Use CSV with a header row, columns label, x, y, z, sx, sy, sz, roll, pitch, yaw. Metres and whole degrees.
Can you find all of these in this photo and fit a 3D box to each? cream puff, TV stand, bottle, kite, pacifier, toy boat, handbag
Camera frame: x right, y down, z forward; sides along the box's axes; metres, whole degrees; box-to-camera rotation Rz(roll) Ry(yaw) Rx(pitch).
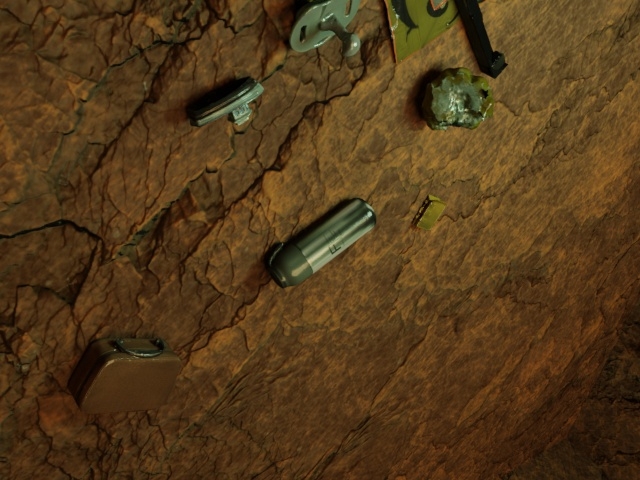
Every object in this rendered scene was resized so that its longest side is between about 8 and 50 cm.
label,x,y,z,sx,sy,sz,roll,pitch,yaw
cream puff,0.286,-0.294,1.526,0.156,0.156,0.121,-7,84,-40
TV stand,0.334,-0.436,1.499,0.049,0.040,0.256,-47,143,-3
bottle,0.000,0.000,1.521,0.253,0.079,0.096,-37,102,-15
kite,0.238,-0.505,1.373,0.327,0.013,0.378,4,119,-47
pacifier,0.021,-0.351,1.218,0.150,0.117,0.127,-34,165,-24
toy boat,-0.151,-0.220,1.199,0.140,0.059,0.066,-36,128,-19
handbag,-0.366,0.255,1.383,0.193,0.072,0.151,14,110,-47
handbag,0.265,-0.066,1.757,0.061,0.027,0.083,16,111,-49
